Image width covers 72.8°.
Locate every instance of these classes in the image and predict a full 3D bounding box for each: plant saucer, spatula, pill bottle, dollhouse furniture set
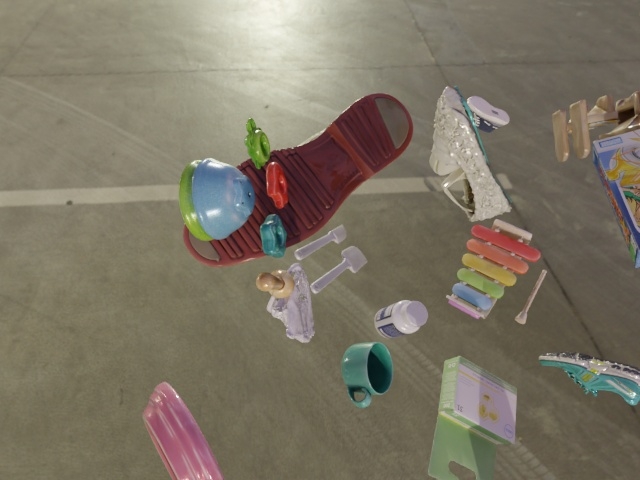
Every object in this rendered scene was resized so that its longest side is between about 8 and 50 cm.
[{"bbox_3d":[-0.337,0.510,1.053,0.084,0.332,0.332,-27,54,-31],"label":"plant saucer"},{"bbox_3d":[0.000,0.000,0.778,0.168,0.019,0.242,59,27,2],"label":"spatula"},{"bbox_3d":[0.232,0.224,1.245,0.094,0.169,0.094,7,69,-19],"label":"pill bottle"},{"bbox_3d":[0.833,-0.248,1.058,0.362,0.256,0.394,-8,5,11],"label":"dollhouse furniture set"}]

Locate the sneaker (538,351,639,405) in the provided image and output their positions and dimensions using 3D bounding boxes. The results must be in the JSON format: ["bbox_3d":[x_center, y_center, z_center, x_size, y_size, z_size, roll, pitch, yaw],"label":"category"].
[{"bbox_3d":[0.782,0.396,1.274,0.107,0.110,0.275,5,3,-43],"label":"sneaker"}]

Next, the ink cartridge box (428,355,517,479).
[{"bbox_3d":[0.317,0.382,0.887,0.171,0.056,0.235,31,53,-14],"label":"ink cartridge box"}]

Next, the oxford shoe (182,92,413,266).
[{"bbox_3d":[-0.027,-0.072,0.608,0.348,0.130,0.123,-32,93,-16],"label":"oxford shoe"}]

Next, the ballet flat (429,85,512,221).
[{"bbox_3d":[0.339,-0.168,1.024,0.147,0.409,0.147,-22,46,25],"label":"ballet flat"}]

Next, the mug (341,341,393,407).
[{"bbox_3d":[0.106,0.333,1.113,0.097,0.129,0.158,-14,4,37],"label":"mug"}]

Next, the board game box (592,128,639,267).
[{"bbox_3d":[0.372,-0.059,0.380,0.201,0.035,0.136,-14,52,24],"label":"board game box"}]

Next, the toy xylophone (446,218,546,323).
[{"bbox_3d":[0.521,0.099,1.271,0.236,0.081,0.322,21,68,25],"label":"toy xylophone"}]

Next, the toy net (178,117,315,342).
[{"bbox_3d":[-0.053,0.008,0.428,0.045,0.232,0.122,-6,40,16],"label":"toy net"}]

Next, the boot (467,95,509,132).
[{"bbox_3d":[0.551,-0.423,1.487,0.190,0.086,0.069,16,64,-26],"label":"boot"}]
